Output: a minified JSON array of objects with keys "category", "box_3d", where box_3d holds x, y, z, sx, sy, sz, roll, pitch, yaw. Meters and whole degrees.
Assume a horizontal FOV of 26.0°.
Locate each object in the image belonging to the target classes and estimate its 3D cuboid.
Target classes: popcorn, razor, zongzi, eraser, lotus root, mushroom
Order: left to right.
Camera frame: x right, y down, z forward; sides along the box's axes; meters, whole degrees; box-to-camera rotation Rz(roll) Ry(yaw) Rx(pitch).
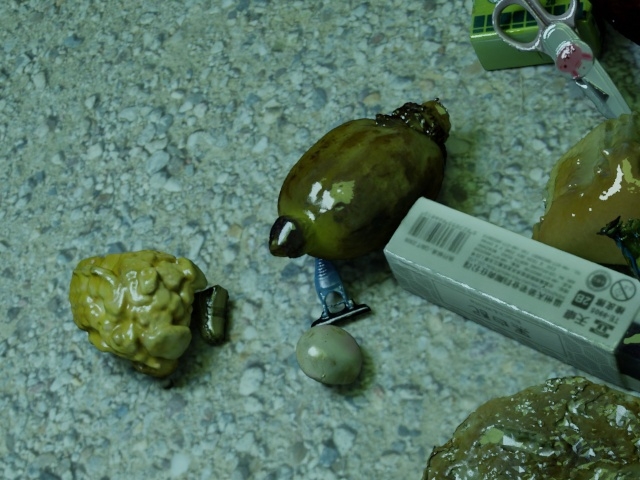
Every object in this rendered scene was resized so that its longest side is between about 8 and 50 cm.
[{"category":"popcorn","box_3d":[-0.237,0.078,1.775,0.194,0.140,0.163,43,110,43]},{"category":"zongzi","box_3d":[-0.160,0.101,1.808,0.083,0.040,0.076,-12,60,30]},{"category":"razor","box_3d":[0.000,0.000,1.805,0.082,0.042,0.253,-21,51,10]},{"category":"mushroom","box_3d":[0.010,0.143,1.685,0.083,0.067,0.083,14,29,-8]},{"category":"lotus root","box_3d":[0.046,-0.063,1.747,0.314,0.141,0.169,-38,39,-29]},{"category":"eraser","box_3d":[0.267,0.069,1.611,0.404,0.096,0.098,24,68,33]}]

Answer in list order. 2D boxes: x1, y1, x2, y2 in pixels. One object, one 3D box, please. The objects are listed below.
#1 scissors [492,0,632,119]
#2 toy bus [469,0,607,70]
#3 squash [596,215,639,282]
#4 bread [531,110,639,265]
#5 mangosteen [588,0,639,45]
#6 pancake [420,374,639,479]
[{"category":"scissors","box_3d":[0.325,-0.234,1.767,0.118,0.030,0.242,-42,78,24]},{"category":"toy bus","box_3d":[0.293,-0.287,1.850,0.175,0.088,0.101,-4,58,24]},{"category":"squash","box_3d":[0.428,0.076,1.437,0.331,0.087,0.087,39,74,-6]},{"category":"bread","box_3d":[0.370,-0.070,1.626,0.251,0.133,0.174,1,41,24]},{"category":"mangosteen","box_3d":[0.468,-0.427,1.692,0.381,0.381,0.421,-18,52,11]},{"category":"pancake","box_3d":[0.250,0.305,1.480,0.356,0.065,0.356,-10,56,15]}]
